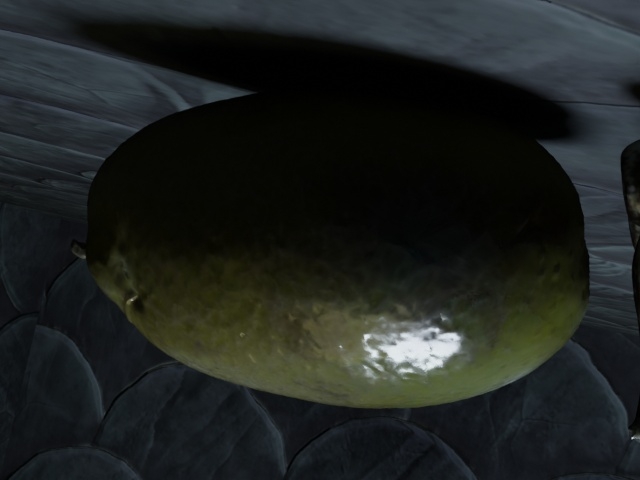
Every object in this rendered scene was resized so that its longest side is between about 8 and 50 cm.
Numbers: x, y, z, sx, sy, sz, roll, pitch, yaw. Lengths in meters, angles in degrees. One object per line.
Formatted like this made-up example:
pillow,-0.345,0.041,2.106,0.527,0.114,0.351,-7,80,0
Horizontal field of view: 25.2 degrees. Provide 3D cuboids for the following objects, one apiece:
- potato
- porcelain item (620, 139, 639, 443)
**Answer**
potato,0.000,0.000,0.673,0.251,0.159,0.174,-1,146,17
porcelain item,0.219,0.024,0.589,0.186,0.138,0.288,-6,168,13
